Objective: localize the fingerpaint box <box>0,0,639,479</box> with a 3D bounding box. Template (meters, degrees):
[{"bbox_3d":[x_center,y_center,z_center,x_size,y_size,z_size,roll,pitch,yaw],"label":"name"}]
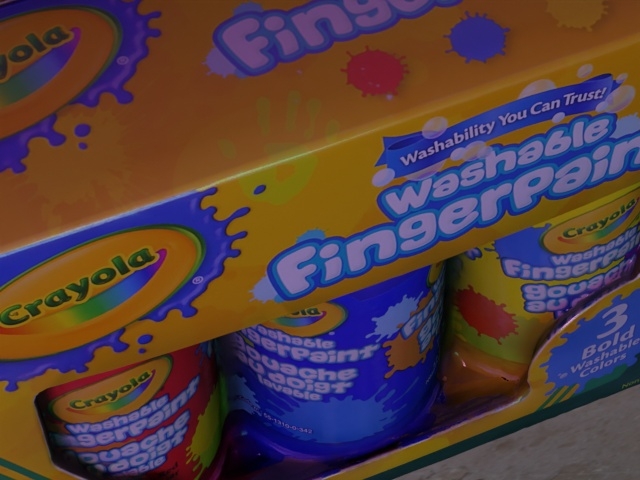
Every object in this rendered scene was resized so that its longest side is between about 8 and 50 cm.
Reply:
[{"bbox_3d":[0.000,0.000,0.946,0.445,0.163,0.371,-19,146,-13],"label":"fingerpaint box"}]
